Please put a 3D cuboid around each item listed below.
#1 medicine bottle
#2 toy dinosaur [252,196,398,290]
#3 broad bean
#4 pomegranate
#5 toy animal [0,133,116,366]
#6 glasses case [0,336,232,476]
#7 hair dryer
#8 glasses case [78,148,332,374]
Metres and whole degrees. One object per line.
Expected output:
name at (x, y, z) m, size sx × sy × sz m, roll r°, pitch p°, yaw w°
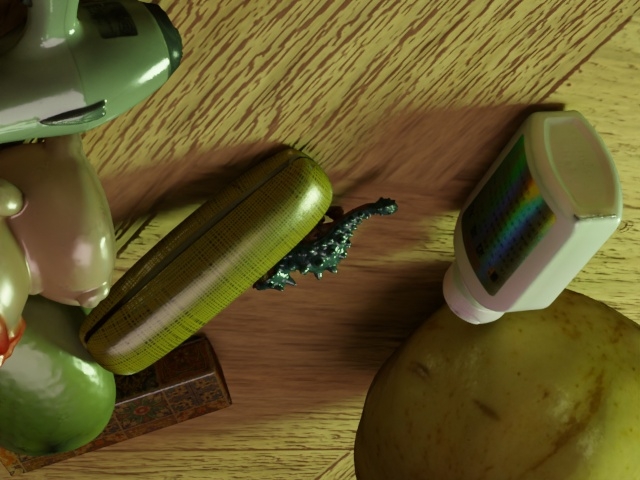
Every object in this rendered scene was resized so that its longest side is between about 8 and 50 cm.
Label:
medicine bottle at (0.170, -0.007, 1.597) m, size 0.078 × 0.115 × 0.219 m, roll -6°, pitch 151°, yaw -25°
toy dinosaur at (0.000, 0.000, 1.578) m, size 0.154 × 0.055 × 0.049 m, roll -30°, pitch 147°, yaw 28°
broad bean at (-0.279, 0.099, 1.526) m, size 0.263 × 0.121 × 0.189 m, roll 8°, pitch 142°, yaw -37°
pomegranate at (0.179, 0.206, 1.778) m, size 0.342 × 0.342 × 0.342 m, roll -14°, pitch 153°, yaw -7°
toy animal at (-0.246, 0.013, 1.343) m, size 0.197 × 0.171 × 0.171 m, roll -27°, pitch 158°, yaw -24°
glasses case at (-0.197, 0.151, 1.750) m, size 0.218 × 0.049 × 0.075 m, roll -18°, pitch 147°, yaw 0°
hair dryer at (-0.210, -0.120, 1.172) m, size 0.219 × 0.088 × 0.225 m, roll -35°, pitch 148°, yaw -3°
glasses case at (-0.089, 0.018, 1.494) m, size 0.234 × 0.064 × 0.079 m, roll -41°, pitch 151°, yaw 1°
